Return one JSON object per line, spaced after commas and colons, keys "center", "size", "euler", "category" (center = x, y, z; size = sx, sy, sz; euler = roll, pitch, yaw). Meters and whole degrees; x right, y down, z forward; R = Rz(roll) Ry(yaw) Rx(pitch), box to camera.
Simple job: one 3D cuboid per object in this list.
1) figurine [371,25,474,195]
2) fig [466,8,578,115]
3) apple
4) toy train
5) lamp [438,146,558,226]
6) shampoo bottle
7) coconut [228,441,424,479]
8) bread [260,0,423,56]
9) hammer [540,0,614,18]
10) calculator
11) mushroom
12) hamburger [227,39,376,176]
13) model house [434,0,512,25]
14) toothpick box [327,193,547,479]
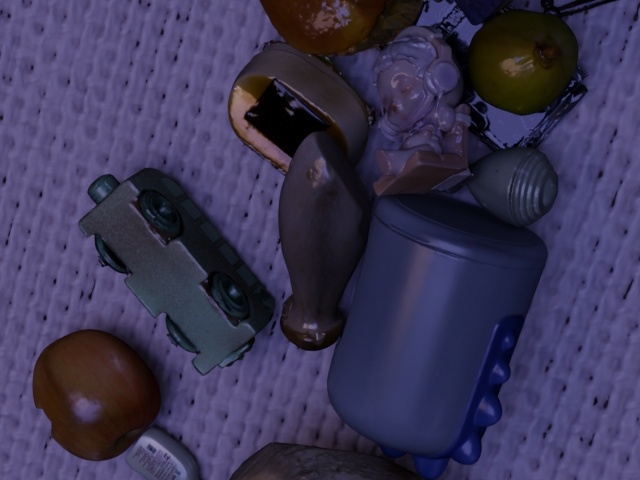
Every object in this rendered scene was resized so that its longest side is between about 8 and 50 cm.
{"center": [0.122, -0.177, 1.781], "size": [0.162, 0.141, 0.236], "euler": [-32, 56, 56], "category": "figurine"}
{"center": [0.264, -0.234, 1.766], "size": [0.153, 0.121, 0.136], "euler": [-31, 92, 38], "category": "fig"}
{"center": [-0.336, 0.225, 2.000], "size": [0.199, 0.199, 0.199], "euler": [2, 99, 14], "category": "apple"}
{"center": [-0.203, 0.033, 1.939], "size": [0.129, 0.159, 0.326], "euler": [-40, 91, 20], "category": "toy train"}
{"center": [0.228, -0.080, 1.818], "size": [0.193, 0.106, 0.106], "euler": [13, 103, 34], "category": "lamp"}
{"center": [-0.216, 0.351, 2.049], "size": [0.152, 0.045, 0.077], "euler": [36, 104, 9], "category": "shampoo bottle"}
{"center": [0.034, 0.459, 1.843], "size": [0.345, 0.415, 0.415], "euler": [-25, 92, 26], "category": "coconut"}
{"center": [0.006, -0.384, 1.803], "size": [0.204, 0.156, 0.288], "euler": [-21, 89, 20], "category": "bread"}
{"center": [0.382, -0.318, 1.798], "size": [0.178, 0.021, 0.065], "euler": [-17, 95, 14], "category": "hammer"}
{"center": [0.218, -0.245, 1.847], "size": [0.274, 0.028, 0.165], "euler": [42, 106, 5], "category": "calculator"}
{"center": [0.000, 0.000, 1.844], "size": [0.128, 0.128, 0.350], "euler": [15, 127, 12], "category": "mushroom"}
{"center": [-0.029, -0.175, 1.885], "size": [0.210, 0.116, 0.173], "euler": [36, 118, 1], "category": "hamburger"}
{"center": [0.219, -0.417, 1.674], "size": [0.280, 0.312, 0.245], "euler": [-37, 91, 15], "category": "model house"}
{"center": [0.151, 0.137, 1.814], "size": [0.263, 0.263, 0.354], "euler": [20, 105, 11], "category": "toothpick box"}
